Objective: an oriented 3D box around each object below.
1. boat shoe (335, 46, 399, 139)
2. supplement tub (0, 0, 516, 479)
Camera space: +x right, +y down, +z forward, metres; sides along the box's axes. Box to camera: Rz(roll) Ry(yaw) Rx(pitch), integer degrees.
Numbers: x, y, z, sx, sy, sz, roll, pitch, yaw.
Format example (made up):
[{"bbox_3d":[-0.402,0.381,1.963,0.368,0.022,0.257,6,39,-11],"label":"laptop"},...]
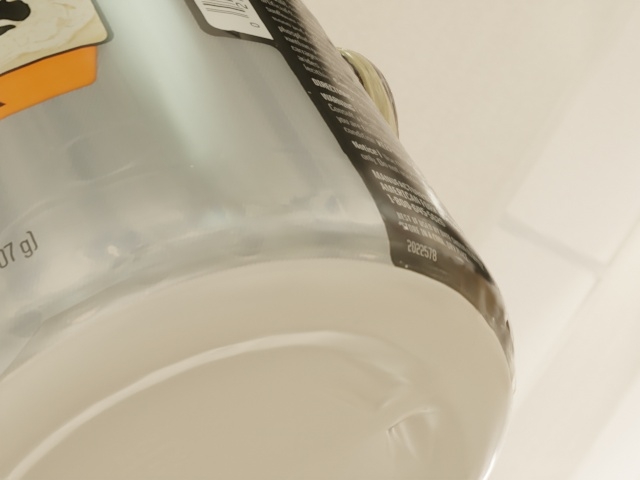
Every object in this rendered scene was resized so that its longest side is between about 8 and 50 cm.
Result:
[{"bbox_3d":[0.000,0.000,1.126,0.130,0.355,0.132,17,-44,-44],"label":"boat shoe"},{"bbox_3d":[-0.088,-0.029,0.494,0.193,0.316,0.194,-17,-42,-16],"label":"supplement tub"}]
